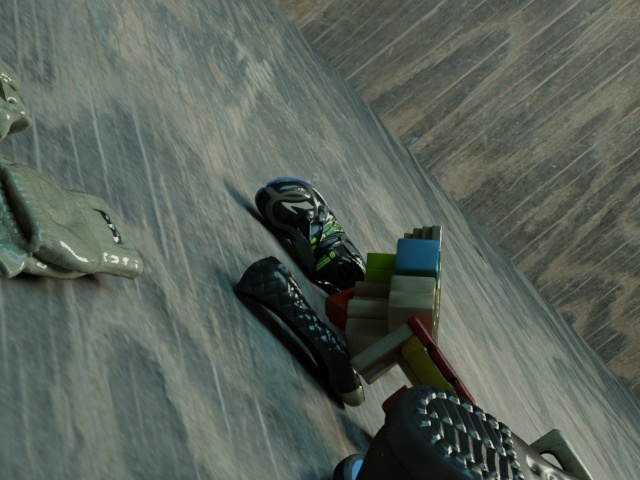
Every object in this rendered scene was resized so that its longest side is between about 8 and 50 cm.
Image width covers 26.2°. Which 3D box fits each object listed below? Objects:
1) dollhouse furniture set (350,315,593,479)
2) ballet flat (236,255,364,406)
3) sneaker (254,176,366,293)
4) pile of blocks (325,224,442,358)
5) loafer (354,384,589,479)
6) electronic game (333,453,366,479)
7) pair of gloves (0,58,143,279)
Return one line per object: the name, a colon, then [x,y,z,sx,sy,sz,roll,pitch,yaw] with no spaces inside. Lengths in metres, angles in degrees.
dollhouse furniture set: [0.198,0.234,1.226,0.374,0.152,0.201,57,-1,18]
ballet flat: [-0.017,0.091,1.287,0.173,0.049,0.057,54,-17,-13]
sneaker: [0.000,0.000,1.542,0.188,0.067,0.078,49,5,-26]
pile of blocks: [0.067,0.052,1.425,0.362,0.113,0.149,44,50,-83]
loafer: [0.163,0.243,1.012,0.366,0.130,0.134,37,23,-16]
electronic game: [0.087,0.266,1.086,0.229,0.048,0.229,49,11,-13]
pair of gloves: [-0.227,-0.068,0.930,0.240,0.042,0.204,55,8,9]
